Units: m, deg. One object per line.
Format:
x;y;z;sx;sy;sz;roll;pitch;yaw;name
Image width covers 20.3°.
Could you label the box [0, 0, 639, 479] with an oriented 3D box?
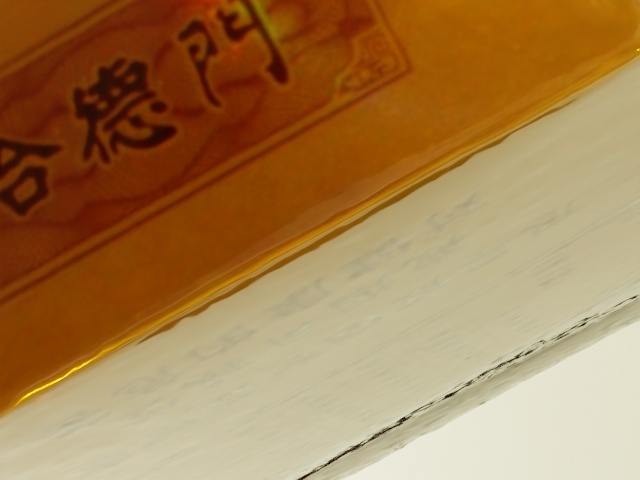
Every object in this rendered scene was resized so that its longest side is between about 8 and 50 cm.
0.000;0.001;0.648;0.264;0.116;0.415;-30;165;9;box
